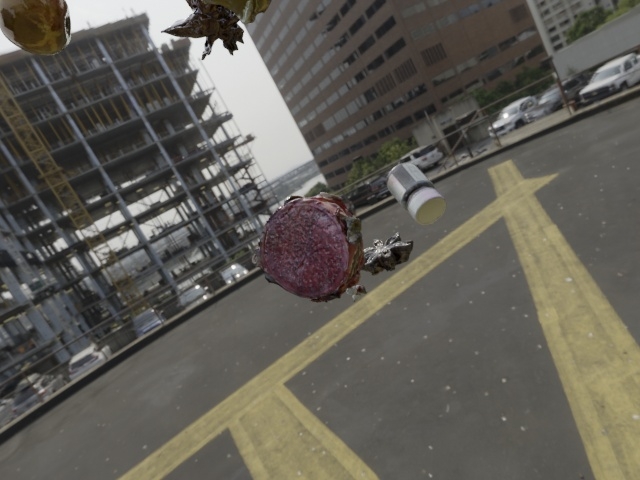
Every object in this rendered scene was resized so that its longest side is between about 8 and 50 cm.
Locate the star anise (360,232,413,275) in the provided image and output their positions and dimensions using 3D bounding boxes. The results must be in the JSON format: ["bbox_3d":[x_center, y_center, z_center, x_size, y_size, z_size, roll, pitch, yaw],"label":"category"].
[{"bbox_3d":[0.256,0.065,1.587,0.236,0.108,0.223,-18,14,24],"label":"star anise"}]

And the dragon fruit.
[{"bbox_3d":[0.000,0.000,1.174,0.315,0.295,0.263,21,19,23],"label":"dragon fruit"}]

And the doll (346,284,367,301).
[{"bbox_3d":[0.114,0.161,1.301,0.040,0.085,0.058,25,72,36],"label":"doll"}]

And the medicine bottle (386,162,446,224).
[{"bbox_3d":[0.414,-0.207,1.782,0.165,0.165,0.273,-28,48,2],"label":"medicine bottle"}]

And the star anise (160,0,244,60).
[{"bbox_3d":[-0.261,-0.627,1.098,0.347,0.237,0.148,-24,33,2],"label":"star anise"}]

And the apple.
[{"bbox_3d":[-0.724,-0.563,1.028,0.155,0.182,0.182,6,-4,-22],"label":"apple"}]

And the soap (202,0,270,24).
[{"bbox_3d":[-0.105,-0.611,0.689,0.304,0.170,0.338,104,-171,-66],"label":"soap"}]
